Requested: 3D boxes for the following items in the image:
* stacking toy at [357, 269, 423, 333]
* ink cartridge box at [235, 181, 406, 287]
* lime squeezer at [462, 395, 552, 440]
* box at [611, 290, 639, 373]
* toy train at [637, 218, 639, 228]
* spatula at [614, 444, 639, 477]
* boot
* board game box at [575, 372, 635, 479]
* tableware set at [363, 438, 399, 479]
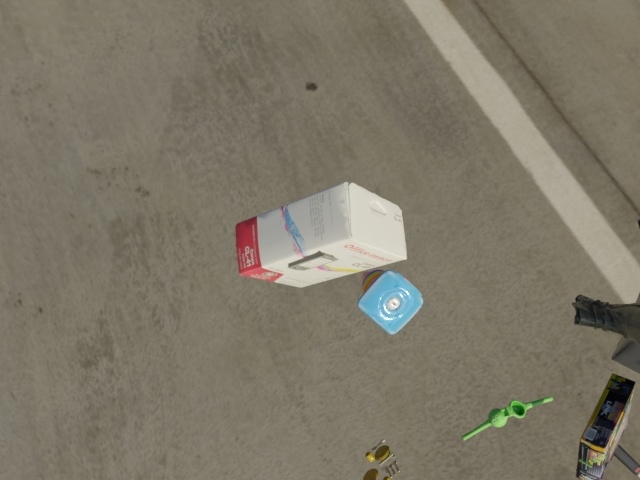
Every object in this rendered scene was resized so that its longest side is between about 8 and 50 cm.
[{"bbox_3d":[0.194,0.158,2.018,0.175,0.302,0.165,41,92,-17],"label":"stacking toy"},{"bbox_3d":[0.000,0.000,1.360,0.226,0.306,0.131,18,62,-50],"label":"ink cartridge box"},{"bbox_3d":[0.583,0.543,1.917,0.310,0.110,0.058,-25,43,0],"label":"lime squeezer"},{"bbox_3d":[0.923,0.215,1.498,0.296,0.182,0.294,28,68,16],"label":"box"},{"bbox_3d":[0.654,-0.004,1.032,0.142,0.190,0.334,65,23,-22],"label":"toy train"},{"bbox_3d":[0.851,0.622,1.626,0.084,0.030,0.296,-44,84,1],"label":"spatula"},{"bbox_3d":[0.542,0.157,1.130,0.161,0.246,0.083,7,98,19],"label":"boot"},{"bbox_3d":[0.551,0.367,1.199,0.048,0.141,0.170,19,50,36],"label":"board game box"},{"bbox_3d":[0.151,0.585,1.590,0.104,0.154,0.024,-40,107,0],"label":"tableware set"}]
